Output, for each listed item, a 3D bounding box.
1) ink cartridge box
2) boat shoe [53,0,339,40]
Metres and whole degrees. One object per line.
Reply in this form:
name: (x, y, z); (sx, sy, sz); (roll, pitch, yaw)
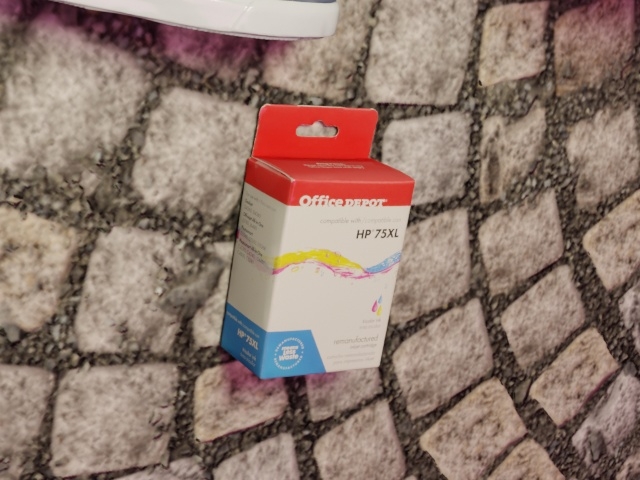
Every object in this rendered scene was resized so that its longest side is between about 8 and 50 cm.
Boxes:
ink cartridge box: (0.000, 0.000, 1.037); (0.134, 0.078, 0.231); (-2, 110, -34)
boat shoe: (-0.113, -0.210, 0.854); (0.302, 0.109, 0.094); (3, 106, -32)
